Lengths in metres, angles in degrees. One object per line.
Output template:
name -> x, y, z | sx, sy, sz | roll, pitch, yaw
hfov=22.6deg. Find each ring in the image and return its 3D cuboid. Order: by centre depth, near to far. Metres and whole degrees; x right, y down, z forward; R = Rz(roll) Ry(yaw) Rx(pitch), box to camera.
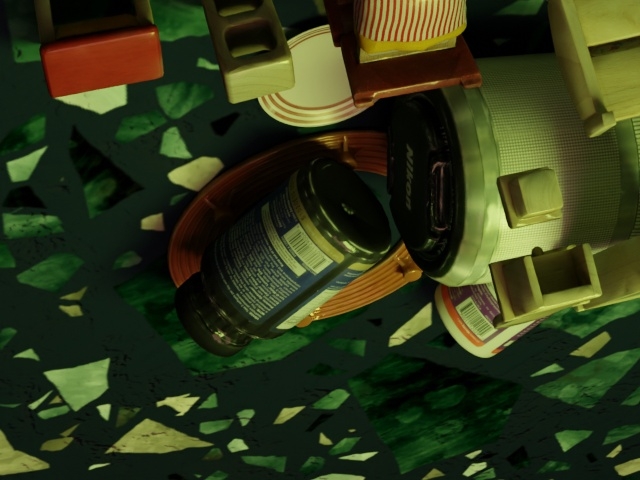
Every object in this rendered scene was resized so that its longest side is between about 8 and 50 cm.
ring -> 0.000, 0.000, 1.747 | 0.336, 0.032, 0.337 | -12, 144, -9

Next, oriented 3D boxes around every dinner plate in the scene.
dinner plate -> 0.005, -0.162, 1.538 | 0.141, 0.017, 0.141 | -12, 146, -9

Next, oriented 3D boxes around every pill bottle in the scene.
pill bottle -> -0.043, 0.024, 1.627 | 0.219, 0.123, 0.122 | -38, 140, 28
pill bottle -> 0.235, 0.042, 1.840 | 0.193, 0.108, 0.108 | -38, 140, 27

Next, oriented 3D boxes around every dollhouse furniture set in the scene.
dollhouse furniture set -> -0.052, -0.211, 1.326 | 0.374, 0.152, 0.201 | -12, 145, -8
dollhouse furniture set -> 0.248, -0.125, 1.425 | 0.303, 0.356, 0.174 | -12, 173, -15

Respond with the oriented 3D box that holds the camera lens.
camera lens -> 0.214, -0.074, 1.572 | 0.274, 0.219, 0.219 | -6, 144, -16
